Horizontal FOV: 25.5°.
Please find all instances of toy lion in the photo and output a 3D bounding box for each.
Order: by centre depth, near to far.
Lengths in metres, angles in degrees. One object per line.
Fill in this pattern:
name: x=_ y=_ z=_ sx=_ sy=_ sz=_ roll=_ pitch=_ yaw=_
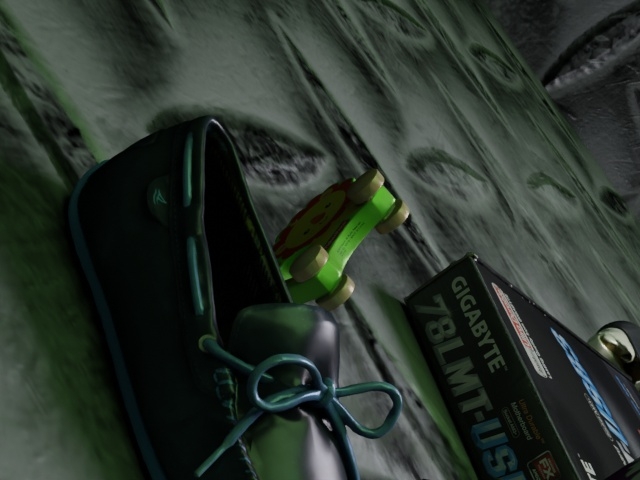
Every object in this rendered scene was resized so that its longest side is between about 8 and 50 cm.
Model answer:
toy lion: x=0.000 y=0.000 z=0.831 sx=0.034 sy=0.096 sz=0.100 roll=48 pitch=58 yaw=-18

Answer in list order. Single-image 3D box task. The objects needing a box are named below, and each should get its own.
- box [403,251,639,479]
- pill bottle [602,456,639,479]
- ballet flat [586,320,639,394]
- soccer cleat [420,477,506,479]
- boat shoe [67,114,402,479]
box: x=0.206 y=0.184 z=1.027 sx=0.293 sy=0.073 sz=0.295 roll=36 pitch=24 yaw=-47
pill bottle: x=0.146 y=0.159 z=0.483 sx=0.181 sy=0.323 sz=0.181 roll=47 pitch=18 yaw=-21
ballet flat: x=0.283 y=0.128 z=1.337 sx=0.074 sy=0.074 sz=0.203 roll=44 pitch=22 yaw=-28
soccer cleat: x=0.116 y=0.227 z=0.722 sx=0.289 sy=0.093 sz=0.121 roll=45 pitch=49 yaw=-39
boat shoe: x=-0.035 y=0.052 z=0.613 sx=0.258 sy=0.089 sz=0.109 roll=60 pitch=19 yaw=21
